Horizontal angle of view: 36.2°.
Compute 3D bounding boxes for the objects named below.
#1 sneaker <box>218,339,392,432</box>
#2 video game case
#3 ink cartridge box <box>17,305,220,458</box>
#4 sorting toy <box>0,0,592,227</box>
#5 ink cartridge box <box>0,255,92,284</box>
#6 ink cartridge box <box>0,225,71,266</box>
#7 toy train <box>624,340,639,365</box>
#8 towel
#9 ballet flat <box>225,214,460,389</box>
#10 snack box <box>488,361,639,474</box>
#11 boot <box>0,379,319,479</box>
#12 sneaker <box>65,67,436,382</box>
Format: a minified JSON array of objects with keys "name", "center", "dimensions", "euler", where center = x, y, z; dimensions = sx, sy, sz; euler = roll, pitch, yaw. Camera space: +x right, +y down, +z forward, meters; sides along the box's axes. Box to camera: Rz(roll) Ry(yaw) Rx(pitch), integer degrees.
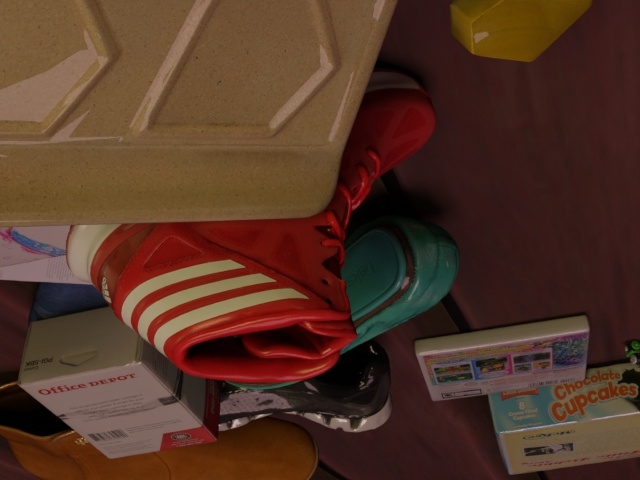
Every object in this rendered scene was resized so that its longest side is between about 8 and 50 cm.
[{"name":"sneaker","center":[-0.047,0.109,0.833],"dimensions":[0.234,0.078,0.106],"euler":[3,139,-7]},{"name":"video game case","center":[0.177,0.116,0.942],"dimensions":[0.157,0.019,0.143],"euler":[-9,152,9]},{"name":"ink cartridge box","center":[-0.147,0.108,0.741],"dimensions":[0.099,0.056,0.135],"euler":[-11,142,14]},{"name":"sorting toy","center":[-0.021,-0.110,0.370],"dimensions":[0.307,0.041,0.229],"euler":[-3,128,-27]},{"name":"ink cartridge box","center":[-0.153,0.001,0.647],"dimensions":[0.115,0.029,0.063],"euler":[4,144,-19]},{"name":"ink cartridge box","center":[-0.153,-0.053,0.497],"dimensions":[0.231,0.078,0.134],"euler":[-11,152,8]},{"name":"toy train","center":[0.335,0.111,0.956],"dimensions":[0.083,0.023,0.017],"euler":[2,151,-15]},{"name":"towel","center":[-0.177,0.043,0.726],"dimensions":[0.067,0.029,0.119],"euler":[7,151,-21]},{"name":"ballet flat","center":[0.012,0.053,0.732],"dimensions":[0.087,0.083,0.247],"euler":[0,157,-42]},{"name":"snack box","center":[0.350,0.183,1.056],"dimensions":[0.322,0.060,0.187],"euler":[-11,151,9]},{"name":"boot","center":[-0.153,0.189,0.928],"dimensions":[0.295,0.104,0.211],"euler":[-2,153,2]},{"name":"sneaker","center":[0.000,0.000,0.489],"dimensions":[0.221,0.128,0.087],"euler":[-30,149,-25]}]
